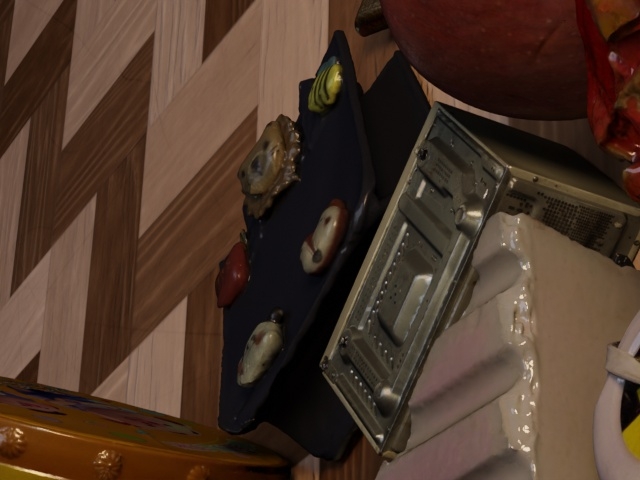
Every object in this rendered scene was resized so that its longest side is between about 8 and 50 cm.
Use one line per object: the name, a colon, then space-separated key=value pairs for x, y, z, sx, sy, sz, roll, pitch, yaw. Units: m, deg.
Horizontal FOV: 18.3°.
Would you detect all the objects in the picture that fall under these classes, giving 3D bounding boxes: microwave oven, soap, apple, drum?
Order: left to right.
drum: x=-0.251 y=0.259 z=1.842 sx=0.431 sy=0.431 sz=0.214 roll=13 pitch=89 yaw=67
microwave oven: x=0.120 y=0.043 z=1.517 sx=0.241 sy=0.145 sz=0.194 roll=-66 pitch=21 yaw=14
soap: x=0.118 y=0.160 z=1.417 sx=0.302 sy=0.159 sz=0.258 roll=-38 pitch=45 yaw=50
apple: x=0.176 y=-0.227 z=1.422 sx=0.306 sy=0.235 sz=0.306 roll=-52 pitch=-27 yaw=-40

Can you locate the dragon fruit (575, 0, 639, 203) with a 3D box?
dragon fruit: x=0.282 y=-0.179 z=1.152 sx=0.342 sy=0.277 sz=0.277 roll=119 pitch=156 yaw=-47

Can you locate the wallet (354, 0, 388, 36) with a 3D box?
wallet: x=0.116 y=-0.272 z=1.870 sx=0.243 sy=0.039 sz=0.133 roll=-13 pitch=57 yaw=64

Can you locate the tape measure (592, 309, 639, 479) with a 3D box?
tape measure: x=0.250 y=0.092 z=1.218 sx=0.197 sy=0.120 sz=0.236 roll=-52 pitch=26 yaw=28

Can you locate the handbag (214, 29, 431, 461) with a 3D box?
handbag: x=0.000 y=0.000 z=1.844 sx=0.303 sy=0.122 sz=0.329 roll=-60 pitch=25 yaw=29
